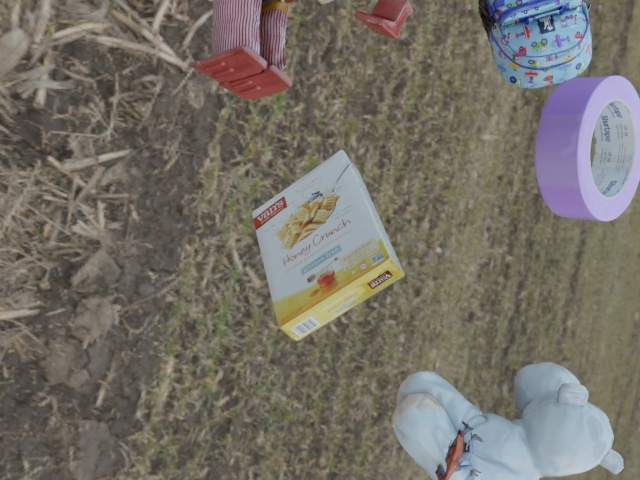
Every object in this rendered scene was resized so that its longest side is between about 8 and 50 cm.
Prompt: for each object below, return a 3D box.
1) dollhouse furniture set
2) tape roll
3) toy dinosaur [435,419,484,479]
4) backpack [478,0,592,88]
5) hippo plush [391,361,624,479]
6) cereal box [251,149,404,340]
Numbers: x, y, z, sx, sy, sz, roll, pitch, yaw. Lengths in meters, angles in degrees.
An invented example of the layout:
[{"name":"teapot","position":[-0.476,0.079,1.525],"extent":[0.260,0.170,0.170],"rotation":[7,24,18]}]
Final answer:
[{"name":"dollhouse furniture set","position":[-0.022,-0.395,1.207],"extent":[0.152,0.374,0.201],"rotation":[25,59,-55]},{"name":"tape roll","position":[0.526,-0.177,1.397],"extent":[0.274,0.090,0.275],"rotation":[-9,103,-42]},{"name":"toy dinosaur","position":[0.161,0.263,0.886],"extent":[0.090,0.047,0.082],"rotation":[28,100,-43]},{"name":"backpack","position":[0.327,-0.323,1.081],"extent":[0.117,0.158,0.173],"rotation":[58,23,-68]},{"name":"hippo plush","position":[0.249,0.252,0.963],"extent":[0.234,0.236,0.294],"rotation":[51,16,-15]},{"name":"cereal box","position":[0.000,0.000,0.992],"extent":[0.047,0.173,0.240],"rotation":[45,17,-41]}]
